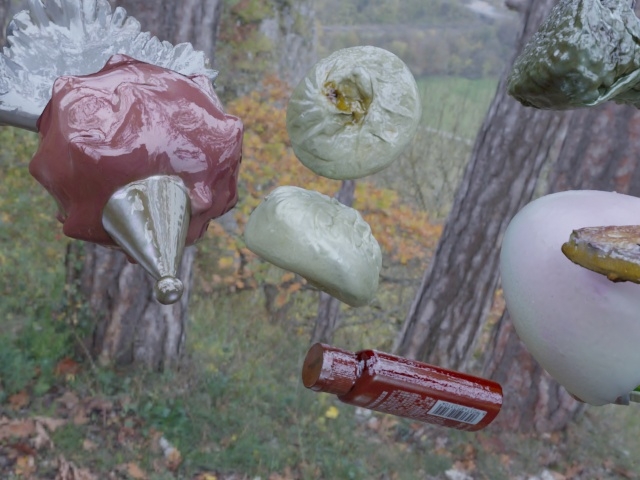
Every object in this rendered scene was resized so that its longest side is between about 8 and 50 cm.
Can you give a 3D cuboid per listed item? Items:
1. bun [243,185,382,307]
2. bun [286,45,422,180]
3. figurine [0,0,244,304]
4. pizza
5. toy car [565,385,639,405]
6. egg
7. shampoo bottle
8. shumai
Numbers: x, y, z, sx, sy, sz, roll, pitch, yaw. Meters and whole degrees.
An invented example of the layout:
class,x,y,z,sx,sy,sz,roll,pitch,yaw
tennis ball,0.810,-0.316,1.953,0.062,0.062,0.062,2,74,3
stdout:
class,x,y,z,sx,sy,sz,roll,pitch,yaw
bun,0.000,0.000,1.209,0.229,0.145,0.229,29,-7,4
bun,0.045,-0.202,1.181,0.222,0.127,0.223,-4,68,10
figurine,-0.154,-0.075,0.619,0.207,0.166,0.387,-9,41,-31
pizza,0.482,0.034,1.107,0.161,0.086,0.305,-15,17,-38
toy car,0.612,0.245,1.583,0.235,0.145,0.235,-12,51,15
egg,0.481,0.062,1.391,0.340,0.354,0.354,46,39,11
shampoo bottle,0.125,0.225,1.201,0.314,0.118,0.076,17,54,-22
shumai,0.557,-0.335,1.537,0.288,0.292,0.330,35,15,-5
